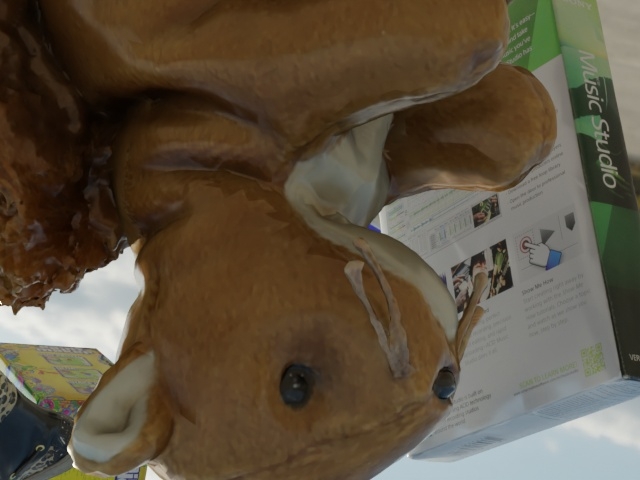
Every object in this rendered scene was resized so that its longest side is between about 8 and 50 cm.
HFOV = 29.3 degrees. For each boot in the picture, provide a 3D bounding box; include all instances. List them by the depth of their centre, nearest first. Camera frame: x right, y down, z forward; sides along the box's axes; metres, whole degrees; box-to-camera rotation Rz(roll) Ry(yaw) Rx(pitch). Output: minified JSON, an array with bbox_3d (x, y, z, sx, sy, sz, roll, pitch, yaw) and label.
[{"bbox_3d":[-0.399,0.230,1.356,0.178,0.236,0.085,56,-170,-52],"label":"boot"}]

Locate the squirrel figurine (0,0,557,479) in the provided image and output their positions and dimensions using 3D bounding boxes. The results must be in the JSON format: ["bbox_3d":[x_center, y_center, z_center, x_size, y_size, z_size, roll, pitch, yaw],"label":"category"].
[{"bbox_3d":[-0.078,-0.051,0.649,0.397,0.370,0.281,0,172,16],"label":"squirrel figurine"}]

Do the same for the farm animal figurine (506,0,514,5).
[{"bbox_3d":[0.077,-0.316,1.334,0.327,0.330,0.172,-31,-175,-33],"label":"farm animal figurine"}]

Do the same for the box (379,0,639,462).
[{"bbox_3d":[0.140,-0.011,0.952,0.058,0.322,0.232,10,154,-35],"label":"box"}]

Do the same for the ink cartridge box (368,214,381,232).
[{"bbox_3d":[0.000,0.000,1.524,0.208,0.045,0.206,33,142,-2],"label":"ink cartridge box"}]

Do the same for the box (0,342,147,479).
[{"bbox_3d":[-0.385,0.325,1.772,0.177,0.290,0.279,6,-171,-30],"label":"box"}]
